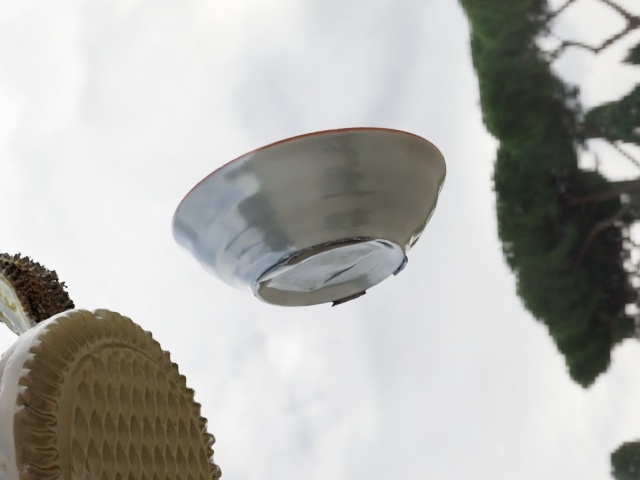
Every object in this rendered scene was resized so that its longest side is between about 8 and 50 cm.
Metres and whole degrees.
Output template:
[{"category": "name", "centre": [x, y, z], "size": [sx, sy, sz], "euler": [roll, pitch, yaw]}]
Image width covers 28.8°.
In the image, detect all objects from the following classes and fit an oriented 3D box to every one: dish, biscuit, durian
[{"category": "dish", "centre": [0.000, 0.000, 1.130], "size": [0.260, 0.260, 0.085], "euler": [30, -140, -58]}, {"category": "biscuit", "centre": [-0.150, 0.168, 0.885], "size": [0.259, 0.079, 0.259], "euler": [47, -146, -45]}, {"category": "durian", "centre": [-0.277, 0.061, 1.214], "size": [0.071, 0.140, 0.110], "euler": [-34, -16, -19]}]
